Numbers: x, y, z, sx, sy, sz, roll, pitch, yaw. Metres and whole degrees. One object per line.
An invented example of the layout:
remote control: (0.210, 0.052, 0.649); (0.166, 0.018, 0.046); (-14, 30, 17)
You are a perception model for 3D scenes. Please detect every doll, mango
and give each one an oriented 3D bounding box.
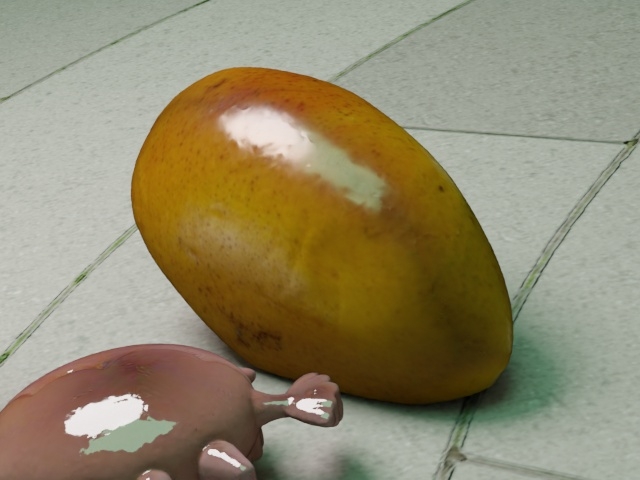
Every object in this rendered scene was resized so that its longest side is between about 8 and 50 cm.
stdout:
doll: (-0.116, 0.122, 0.903); (0.262, 0.093, 0.211); (-11, 22, -2)
mango: (0.000, 0.000, 1.032); (0.201, 0.199, 0.350); (-48, 49, -9)
